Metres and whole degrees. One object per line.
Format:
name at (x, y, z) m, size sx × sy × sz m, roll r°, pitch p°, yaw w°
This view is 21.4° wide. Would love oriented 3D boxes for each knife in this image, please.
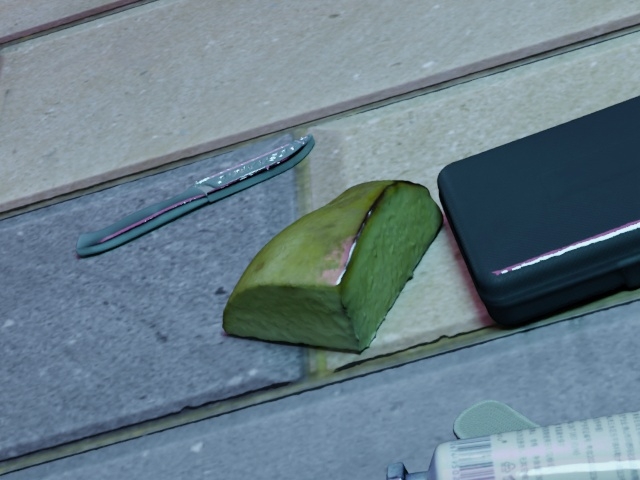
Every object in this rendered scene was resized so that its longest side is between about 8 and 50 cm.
knife at (-0.098, -0.036, 1.349) m, size 0.210 × 0.015 × 0.028 m, roll -24°, pitch 28°, yaw -5°

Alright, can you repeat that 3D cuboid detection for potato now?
potato at (0.000, 0.000, 1.185) m, size 0.120 × 0.081 × 0.149 m, roll 5°, pitch 41°, yaw 31°

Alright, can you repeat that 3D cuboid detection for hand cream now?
hand cream at (0.175, 0.124, 0.933) m, size 0.276 × 0.059 × 0.095 m, roll -10°, pitch 33°, yaw 8°

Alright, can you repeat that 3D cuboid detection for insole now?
insole at (0.134, 0.128, 0.997) m, size 0.053 × 0.002 × 0.153 m, roll -35°, pitch 36°, yaw -20°

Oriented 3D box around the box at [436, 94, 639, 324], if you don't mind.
box at (0.202, -0.034, 1.147) m, size 0.230 × 0.050 × 0.160 m, roll -20°, pitch 34°, yaw 2°
